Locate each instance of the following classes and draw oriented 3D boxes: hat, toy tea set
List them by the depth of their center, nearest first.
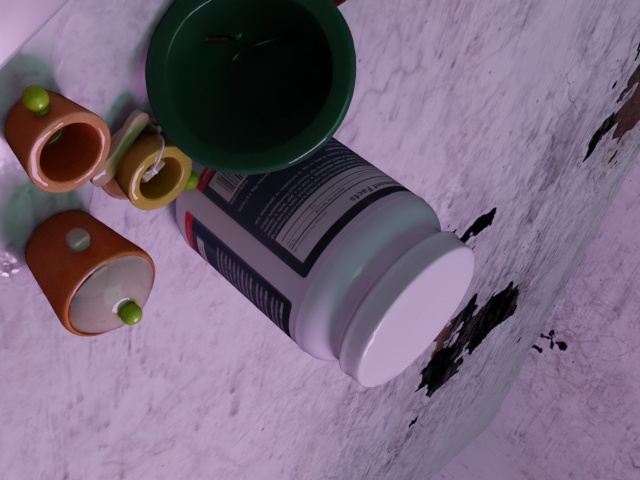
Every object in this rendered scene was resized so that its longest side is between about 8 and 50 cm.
[{"bbox_3d":[-0.215,-0.021,0.587,0.200,0.124,0.336,-56,152,9],"label":"toy tea set"},{"bbox_3d":[-0.041,-0.159,0.721,0.208,0.173,0.183,-17,-174,7],"label":"hat"}]

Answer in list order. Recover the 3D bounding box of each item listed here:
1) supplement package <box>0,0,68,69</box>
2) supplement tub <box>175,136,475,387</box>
[{"bbox_3d":[-0.222,-0.177,0.333,0.293,0.175,0.177,-48,151,-7],"label":"supplement package"},{"bbox_3d":[0.000,0.000,0.776,0.191,0.272,0.191,-37,149,-26],"label":"supplement tub"}]
